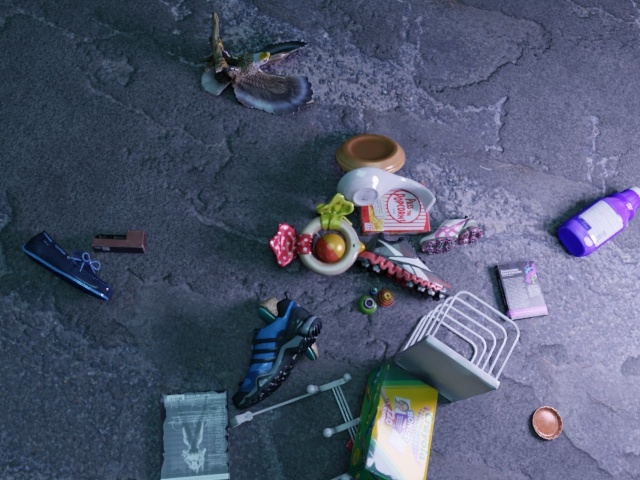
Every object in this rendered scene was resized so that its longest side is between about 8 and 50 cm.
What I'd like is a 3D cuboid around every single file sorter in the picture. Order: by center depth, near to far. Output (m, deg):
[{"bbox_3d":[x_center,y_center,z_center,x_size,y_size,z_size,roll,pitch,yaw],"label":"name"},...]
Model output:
[{"bbox_3d":[0.336,0.262,1.556,0.193,0.278,0.173,34,68,4],"label":"file sorter"}]

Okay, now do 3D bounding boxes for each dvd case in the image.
[{"bbox_3d":[-0.306,0.481,1.524,0.164,0.018,0.221,-1,71,-10],"label":"dvd case"}]

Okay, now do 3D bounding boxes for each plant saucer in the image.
[{"bbox_3d":[0.600,0.483,1.659,0.083,0.013,0.083,2,72,-8],"label":"plant saucer"},{"bbox_3d":[0.141,-0.248,1.771,0.200,0.037,0.200,-1,40,1],"label":"plant saucer"}]

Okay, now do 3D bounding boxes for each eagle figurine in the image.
[{"bbox_3d":[-0.181,-0.497,1.808,0.298,0.225,0.226,6,113,-37],"label":"eagle figurine"}]

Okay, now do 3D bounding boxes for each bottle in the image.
[{"bbox_3d":[0.832,-0.064,1.835,0.283,0.092,0.118,-32,80,-17],"label":"bottle"}]

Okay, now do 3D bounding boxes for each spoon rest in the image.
[{"bbox_3d":[0.175,-0.138,1.710,0.276,0.137,0.084,8,47,-20],"label":"spoon rest"}]

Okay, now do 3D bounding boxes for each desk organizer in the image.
[{"bbox_3d":[-0.526,0.001,1.638,0.130,0.047,0.050,2,69,-8],"label":"desk organizer"}]

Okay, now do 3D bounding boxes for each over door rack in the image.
[{"bbox_3d":[-0.029,0.485,1.510,0.324,0.108,0.240,-18,71,-14],"label":"over door rack"}]

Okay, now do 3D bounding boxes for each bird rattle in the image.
[{"bbox_3d":[0.000,0.000,1.661,0.253,0.143,0.207,-38,76,-18],"label":"bird rattle"}]

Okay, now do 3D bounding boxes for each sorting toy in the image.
[{"bbox_3d":[0.152,0.156,1.687,0.102,0.042,0.061,-20,75,-14],"label":"sorting toy"}]

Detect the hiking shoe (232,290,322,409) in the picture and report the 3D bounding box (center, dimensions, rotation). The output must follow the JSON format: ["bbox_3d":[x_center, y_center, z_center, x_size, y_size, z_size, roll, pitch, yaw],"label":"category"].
[{"bbox_3d":[-0.127,0.281,1.554,0.132,0.113,0.304,40,91,19],"label":"hiking shoe"}]

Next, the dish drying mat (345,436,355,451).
[{"bbox_3d":[0.105,0.529,1.574,0.083,0.008,0.032,34,69,5],"label":"dish drying mat"}]

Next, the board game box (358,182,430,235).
[{"bbox_3d":[0.205,-0.088,1.776,0.193,0.045,0.147,-2,72,-9],"label":"board game box"}]

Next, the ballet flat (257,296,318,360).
[{"bbox_3d":[-0.070,0.221,1.622,0.206,0.073,0.067,43,57,3],"label":"ballet flat"}]

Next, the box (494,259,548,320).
[{"bbox_3d":[0.564,0.140,1.761,0.116,0.029,0.162,-6,74,-11],"label":"box"}]

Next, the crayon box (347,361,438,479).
[{"bbox_3d":[0.179,0.457,1.506,0.165,0.081,0.278,31,48,-14],"label":"crayon box"}]

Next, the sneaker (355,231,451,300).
[{"bbox_3d":[0.239,0.066,1.701,0.276,0.097,0.135,25,72,2],"label":"sneaker"}]

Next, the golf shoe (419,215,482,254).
[{"bbox_3d":[0.358,-0.017,1.771,0.186,0.067,0.086,-15,51,-15],"label":"golf shoe"}]

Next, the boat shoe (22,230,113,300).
[{"bbox_3d":[-0.625,0.055,1.575,0.258,0.109,0.089,33,67,1],"label":"boat shoe"}]
